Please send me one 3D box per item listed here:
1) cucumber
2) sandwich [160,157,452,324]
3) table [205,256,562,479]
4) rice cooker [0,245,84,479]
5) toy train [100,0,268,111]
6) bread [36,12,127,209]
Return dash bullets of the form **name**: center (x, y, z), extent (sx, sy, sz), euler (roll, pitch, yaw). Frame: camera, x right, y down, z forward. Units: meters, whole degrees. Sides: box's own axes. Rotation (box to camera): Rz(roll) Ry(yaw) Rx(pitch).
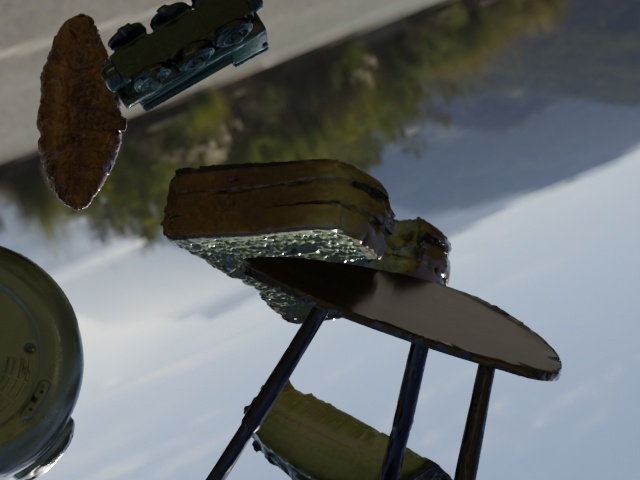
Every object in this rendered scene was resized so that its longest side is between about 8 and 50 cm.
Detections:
- **cucumber**: center (0.040, 0.263, 1.985), extent (0.105, 0.145, 0.325), euler (-53, -149, -13)
- **sandwich**: center (0.000, 0.002, 1.935), extent (0.249, 0.095, 0.273), euler (-5, 154, 32)
- **table**: center (0.063, 0.177, 1.669), extent (0.317, 0.249, 0.317), euler (17, -171, -3)
- **rice cooker**: center (-0.401, 0.146, 1.940), extent (0.288, 0.288, 0.277), euler (-23, 174, -13)
- **toy train**: center (-0.130, -0.185, 1.655), extent (0.170, 0.071, 0.111), euler (-30, 165, -7)
- **bread**: center (-0.284, -0.149, 2.036), extent (0.105, 0.233, 0.076), euler (2, 176, -22)
